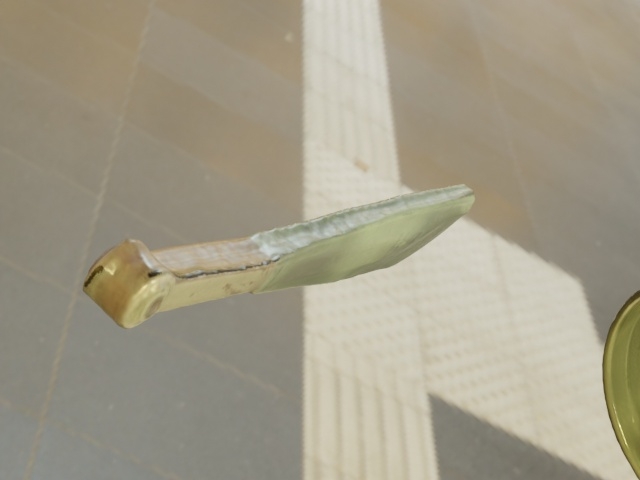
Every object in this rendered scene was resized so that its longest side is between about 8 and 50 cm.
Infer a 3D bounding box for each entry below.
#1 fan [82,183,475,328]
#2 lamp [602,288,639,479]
[{"bbox_3d":[0.000,0.000,0.504,0.023,0.057,0.282,56,20,10],"label":"fan"},{"bbox_3d":[0.272,0.050,0.685,0.227,0.147,0.172,-21,29,-30],"label":"lamp"}]
